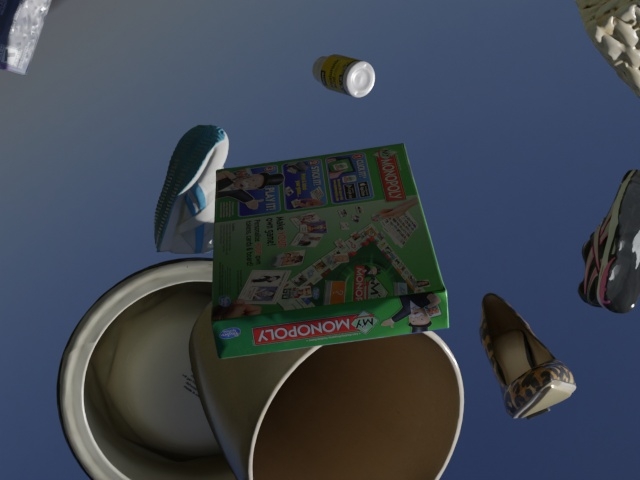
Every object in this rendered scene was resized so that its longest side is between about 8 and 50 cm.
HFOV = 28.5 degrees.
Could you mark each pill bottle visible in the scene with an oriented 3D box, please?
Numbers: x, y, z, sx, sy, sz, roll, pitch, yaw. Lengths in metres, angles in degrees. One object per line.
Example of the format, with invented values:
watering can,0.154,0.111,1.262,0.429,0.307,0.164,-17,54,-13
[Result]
pill bottle,0.037,-0.291,2.205,0.065,0.065,0.116,-41,-146,-18

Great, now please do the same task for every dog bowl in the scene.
dog bowl,-0.187,0.206,1.900,0.408,0.408,0.150,-35,-165,1

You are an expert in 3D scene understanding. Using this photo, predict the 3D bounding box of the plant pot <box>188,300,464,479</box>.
plant pot,-0.030,0.155,1.372,0.256,0.256,0.274,-40,-145,-14

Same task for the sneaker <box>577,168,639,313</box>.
sneaker,0.343,-0.003,1.484,0.077,0.072,0.178,-2,-118,61

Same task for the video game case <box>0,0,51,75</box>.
video game case,-0.396,-0.301,1.365,0.026,0.274,0.196,25,-81,33

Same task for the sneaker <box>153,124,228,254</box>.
sneaker,-0.160,-0.070,1.725,0.228,0.092,0.087,118,-30,-44

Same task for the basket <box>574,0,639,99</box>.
basket,0.503,-0.325,1.565,0.328,0.331,0.266,-29,-135,26

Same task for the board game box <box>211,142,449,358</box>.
board game box,0.000,0.000,1.264,0.214,0.046,0.317,-7,-151,0

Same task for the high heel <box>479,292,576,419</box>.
high heel,0.260,0.140,1.686,0.093,0.186,0.261,-22,166,-1
